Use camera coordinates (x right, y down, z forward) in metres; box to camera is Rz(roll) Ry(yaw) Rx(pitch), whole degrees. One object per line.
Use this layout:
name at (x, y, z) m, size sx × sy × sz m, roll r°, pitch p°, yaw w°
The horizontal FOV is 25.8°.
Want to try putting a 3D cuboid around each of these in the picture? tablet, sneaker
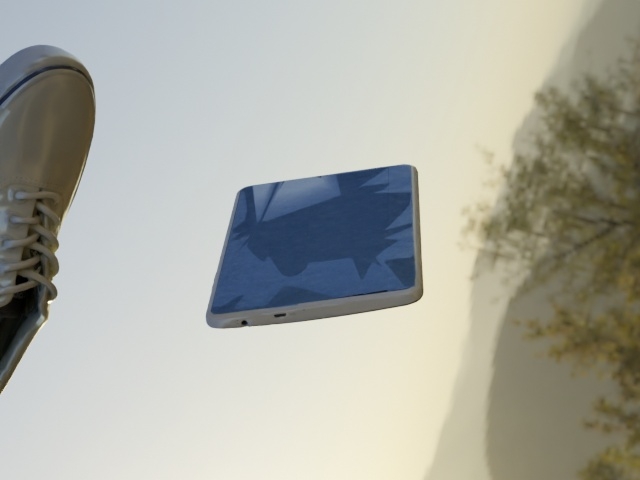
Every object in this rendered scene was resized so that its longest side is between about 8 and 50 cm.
tablet at (0.000, 0.000, 0.374) m, size 0.083 × 0.054 × 0.006 m, roll -83°, pitch -15°, yaw -65°
sneaker at (-0.196, 0.005, 0.889) m, size 0.094 × 0.091 × 0.258 m, roll 5°, pitch -64°, yaw -43°
